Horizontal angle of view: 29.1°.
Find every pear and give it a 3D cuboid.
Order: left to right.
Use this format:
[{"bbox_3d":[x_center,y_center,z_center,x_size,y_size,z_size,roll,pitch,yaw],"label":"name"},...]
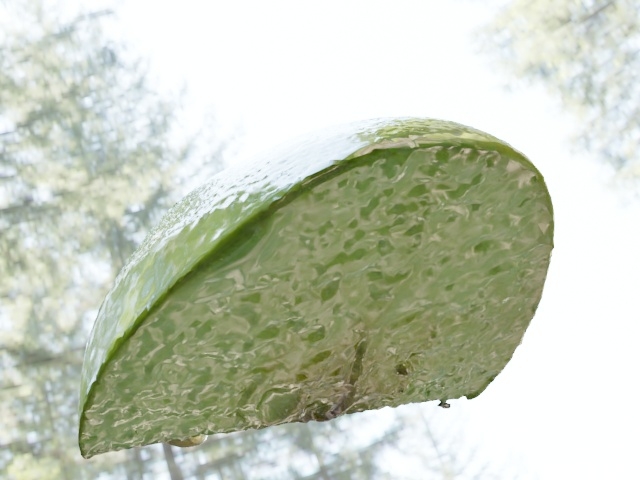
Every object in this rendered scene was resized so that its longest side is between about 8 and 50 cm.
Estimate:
[{"bbox_3d":[0.002,-0.003,0.707,0.288,0.139,0.239,-4,-33,-28],"label":"pear"}]

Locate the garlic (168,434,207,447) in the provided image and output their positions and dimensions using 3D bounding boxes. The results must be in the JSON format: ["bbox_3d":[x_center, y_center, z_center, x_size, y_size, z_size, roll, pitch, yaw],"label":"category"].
[{"bbox_3d":[-0.102,0.117,0.900,0.041,0.083,0.053,27,-42,-27],"label":"garlic"}]
